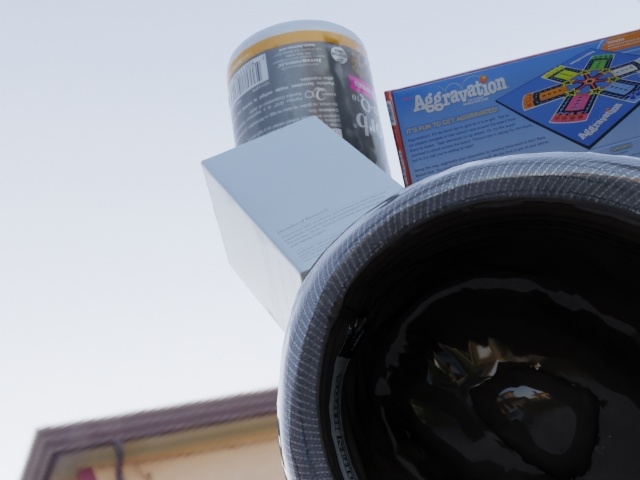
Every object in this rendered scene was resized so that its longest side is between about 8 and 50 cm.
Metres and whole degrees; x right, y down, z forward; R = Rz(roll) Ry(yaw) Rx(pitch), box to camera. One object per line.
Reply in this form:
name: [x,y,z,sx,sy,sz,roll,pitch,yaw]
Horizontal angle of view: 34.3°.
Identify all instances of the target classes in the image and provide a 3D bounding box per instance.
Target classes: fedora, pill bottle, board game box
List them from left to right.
pill bottle: [-0.008,-0.079,1.102,0.162,0.278,0.162,-8,-23,-3]
board game box: [0.212,-0.110,1.027,0.281,0.027,0.145,-15,-79,-10]
fedora: [0.118,0.089,0.477,0.124,0.275,0.243,43,-115,-72]

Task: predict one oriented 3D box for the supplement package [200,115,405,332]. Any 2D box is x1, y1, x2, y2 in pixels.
supplement package: [0.000,0.000,0.766,0.105,0.179,0.105,-25,-52,-16]
